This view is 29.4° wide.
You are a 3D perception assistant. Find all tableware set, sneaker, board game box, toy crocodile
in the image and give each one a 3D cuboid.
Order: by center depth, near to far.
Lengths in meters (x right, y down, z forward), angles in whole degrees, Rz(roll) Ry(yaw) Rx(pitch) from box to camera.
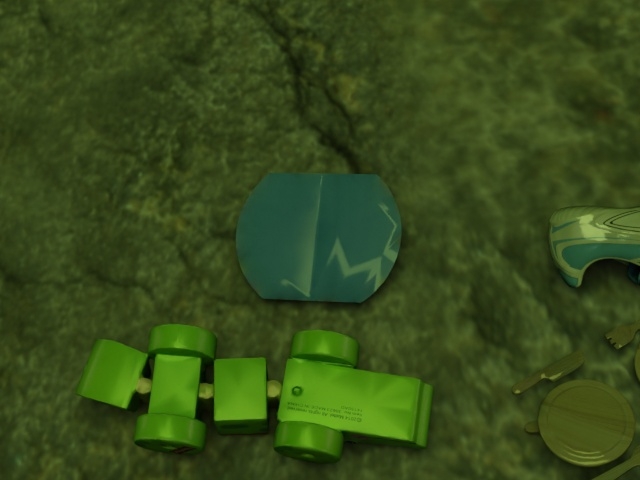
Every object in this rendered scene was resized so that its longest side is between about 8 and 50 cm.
[{"bbox_3d":[0.292,0.149,1.138,0.194,0.039,0.128,-27,57,-10],"label":"tableware set"},{"bbox_3d":[-0.065,0.149,1.154,0.341,0.105,0.115,3,69,3],"label":"toy crocodile"},{"bbox_3d":[0.338,-0.005,1.175,0.237,0.085,0.086,-9,95,0],"label":"sneaker"},{"bbox_3d":[0.000,0.000,1.232,0.169,0.033,0.133,1,75,12],"label":"board game box"}]
